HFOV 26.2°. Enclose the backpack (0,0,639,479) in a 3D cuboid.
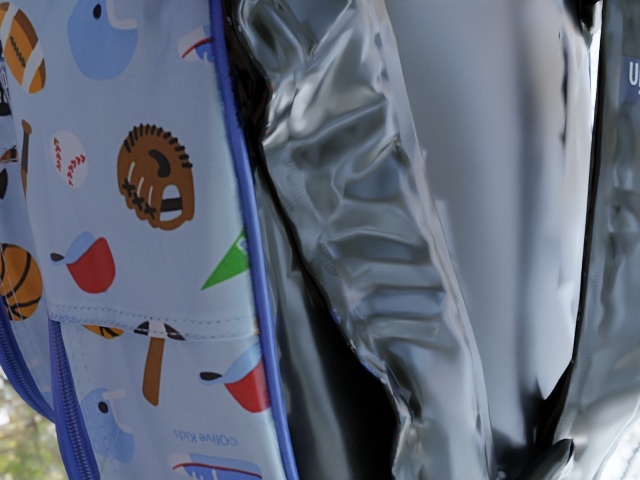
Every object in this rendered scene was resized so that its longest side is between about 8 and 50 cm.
[{"bbox_3d":[0.000,0.000,0.493,0.213,0.276,0.263,-6,-83,42],"label":"backpack"}]
